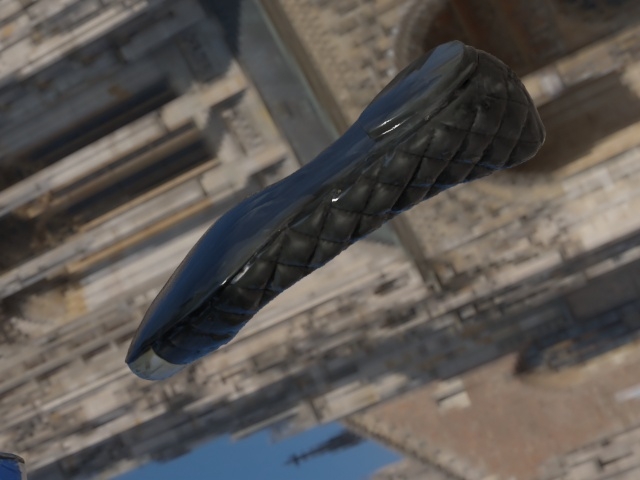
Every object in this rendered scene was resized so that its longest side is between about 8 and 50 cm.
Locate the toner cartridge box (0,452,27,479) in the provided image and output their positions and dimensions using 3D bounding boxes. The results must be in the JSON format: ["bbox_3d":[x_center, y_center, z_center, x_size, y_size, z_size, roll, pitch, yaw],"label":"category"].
[{"bbox_3d":[-0.198,0.172,0.415,0.165,0.348,0.075,3,-126,-25],"label":"toner cartridge box"}]

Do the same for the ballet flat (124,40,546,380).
[{"bbox_3d":[0.000,0.000,0.496,0.049,0.173,0.057,45,-159,-22],"label":"ballet flat"}]
